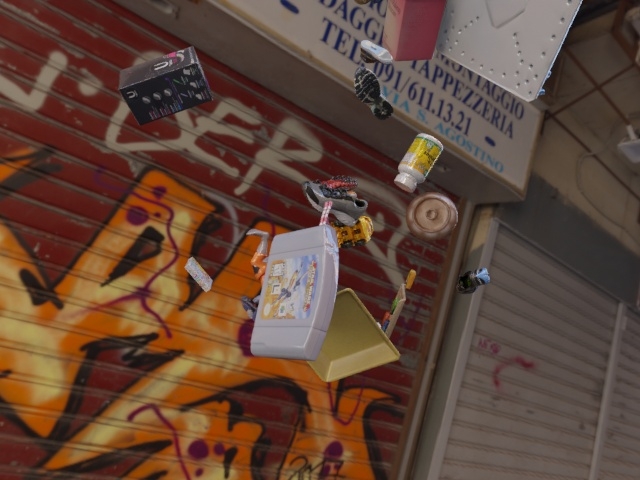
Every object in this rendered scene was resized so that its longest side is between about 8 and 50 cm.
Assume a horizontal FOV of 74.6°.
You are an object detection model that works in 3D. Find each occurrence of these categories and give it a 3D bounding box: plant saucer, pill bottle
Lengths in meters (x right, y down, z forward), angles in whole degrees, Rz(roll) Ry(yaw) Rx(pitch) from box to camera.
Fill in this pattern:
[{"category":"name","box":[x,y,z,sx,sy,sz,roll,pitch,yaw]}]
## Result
[{"category":"plant saucer","box":[0.430,-0.097,1.628,0.198,0.199,0.036,14,-8,16]},{"category":"plant saucer","box":[0.064,0.328,1.495,0.332,0.081,0.333,-28,-71,25]},{"category":"pill bottle","box":[0.375,-0.297,1.629,0.117,0.209,0.117,32,-2,1]}]

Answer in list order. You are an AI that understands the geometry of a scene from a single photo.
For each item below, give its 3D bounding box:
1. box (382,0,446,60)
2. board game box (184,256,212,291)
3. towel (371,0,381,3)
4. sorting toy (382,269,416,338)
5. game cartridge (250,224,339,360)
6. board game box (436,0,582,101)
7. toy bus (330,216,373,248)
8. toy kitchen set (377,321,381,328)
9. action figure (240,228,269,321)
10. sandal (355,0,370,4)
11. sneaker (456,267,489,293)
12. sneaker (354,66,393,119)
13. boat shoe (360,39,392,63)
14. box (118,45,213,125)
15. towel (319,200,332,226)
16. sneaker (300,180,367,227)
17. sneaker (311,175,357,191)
[{"category":"box","box":[0.274,-0.672,1.232,0.126,0.149,0.233,-7,-41,-8]},{"category":"board game box","box":[-0.572,0.159,1.978,0.154,0.026,0.103,55,5,-20]},{"category":"towel","box":[0.174,-0.642,1.036,0.029,0.119,0.067,57,2,32]},{"category":"sorting toy","box":[0.301,0.247,1.662,0.041,0.308,0.229,22,14,8]},{"category":"game cartridge","box":[-0.052,0.111,0.933,0.062,0.298,0.198,27,-28,-38]},{"category":"board game box","box":[0.490,-0.623,1.079,0.390,0.050,0.390,52,-30,37]},{"category":"toy bus","box":[0.196,-0.060,2.150,0.211,0.150,0.220,-23,9,-41]},{"category":"toy kitchen set","box":[0.187,0.461,2.181,0.122,0.166,0.207,-4,33,-45]},{"category":"action figure","box":[-0.098,0.162,1.173,0.178,0.331,0.341,-25,33,-28]},{"category":"sandal","box":[0.208,-0.948,1.585,0.180,0.072,0.049,-14,1,33]},{"category":"sneaker","box":[0.464,0.127,1.326,0.078,0.067,0.188,-5,-17,-2]},{"category":"sneaker","box":[0.218,-0.661,1.868,0.110,0.122,0.283,-31,-41,14]},{"category":"boat shoe","box":[0.262,-0.866,1.982,0.183,0.065,0.083,43,-18,19]},{"category":"box","box":[-0.530,-0.533,1.443,0.270,0.165,0.143,-21,-44,-4]},{"category":"towel","box":[0.000,0.000,1.224,0.029,0.197,0.144,14,-24,1]},{"category":"sneaker","box":[0.045,-0.138,1.356,0.271,0.100,0.108,21,-55,-42]},{"category":"sneaker","box":[0.066,-0.241,2.082,0.275,0.135,0.097,-16,31,-31]}]
